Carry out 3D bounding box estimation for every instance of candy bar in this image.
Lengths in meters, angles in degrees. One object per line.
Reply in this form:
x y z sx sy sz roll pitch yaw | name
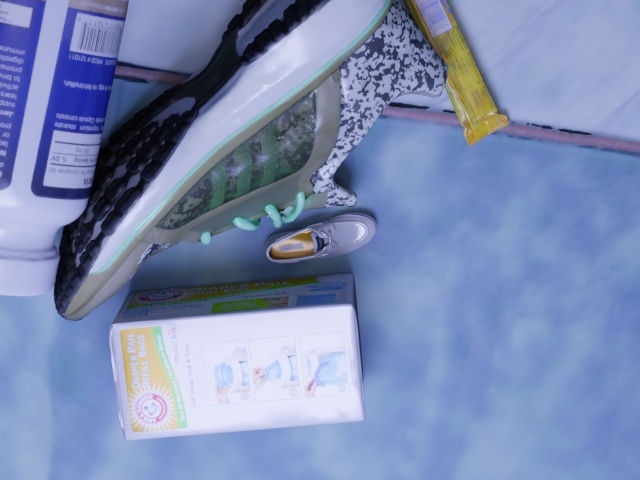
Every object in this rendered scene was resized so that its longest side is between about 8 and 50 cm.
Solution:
0.109 -0.160 1.423 0.040 0.018 0.161 -26 99 2 | candy bar

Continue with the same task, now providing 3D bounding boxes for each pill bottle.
-0.251 -0.097 1.352 0.153 0.153 0.265 13 97 -2 | pill bottle

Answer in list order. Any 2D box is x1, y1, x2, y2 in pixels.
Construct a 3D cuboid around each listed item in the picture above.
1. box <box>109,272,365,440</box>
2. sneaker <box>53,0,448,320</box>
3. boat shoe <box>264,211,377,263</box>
-0.067 0.097 1.425 0.203 0.114 0.103 -5 102 2 | box
-0.053 -0.056 1.393 0.410 0.158 0.182 -43 115 13 | sneaker
0.000 0.000 1.446 0.100 0.035 0.035 -10 101 3 | boat shoe
